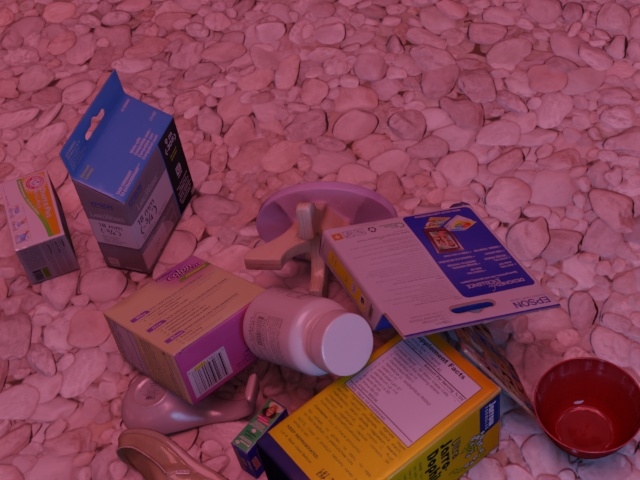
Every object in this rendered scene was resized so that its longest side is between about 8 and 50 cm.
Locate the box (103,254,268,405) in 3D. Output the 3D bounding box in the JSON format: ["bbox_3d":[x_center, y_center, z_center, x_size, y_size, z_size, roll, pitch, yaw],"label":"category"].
[{"bbox_3d":[-0.230,0.156,1.965,0.213,0.117,0.243,-35,36,-28],"label":"box"}]

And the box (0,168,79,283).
[{"bbox_3d":[-0.577,-0.032,2.228,0.103,0.114,0.203,-19,50,-8],"label":"box"}]

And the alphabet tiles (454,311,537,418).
[{"bbox_3d":[0.284,0.184,1.887,0.009,0.198,0.237,-41,25,14],"label":"alphabet tiles"}]

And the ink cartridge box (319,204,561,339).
[{"bbox_3d":[0.197,0.065,1.856,0.304,0.072,0.307,-9,41,-23],"label":"ink cartridge box"}]

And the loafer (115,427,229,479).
[{"bbox_3d":[-0.248,0.407,1.835,0.268,0.102,0.092,23,52,24],"label":"loafer"}]

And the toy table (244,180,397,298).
[{"bbox_3d":[0.000,0.000,2.055,0.274,0.252,0.161,-10,33,18],"label":"toy table"}]

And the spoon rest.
[{"bbox_3d":[-0.233,0.290,1.955,0.276,0.084,0.137,-5,48,21],"label":"spoon rest"}]

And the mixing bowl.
[{"bbox_3d":[0.447,0.298,1.828,0.181,0.098,0.181,-3,51,4],"label":"mixing bowl"}]

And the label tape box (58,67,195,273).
[{"bbox_3d":[-0.368,-0.130,2.136,0.106,0.333,0.240,11,54,16],"label":"label tape box"}]

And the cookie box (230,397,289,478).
[{"bbox_3d":[-0.098,0.341,1.873,0.040,0.092,0.107,27,59,29],"label":"cookie box"}]

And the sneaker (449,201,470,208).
[{"bbox_3d":[0.198,0.031,2.071,0.131,0.112,0.296,15,54,20],"label":"sneaker"}]

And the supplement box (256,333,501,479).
[{"bbox_3d":[0.103,0.333,1.786,0.356,0.195,0.194,-34,55,-18],"label":"supplement box"}]

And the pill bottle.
[{"bbox_3d":[-0.020,0.156,1.812,0.131,0.131,0.229,-42,26,-24],"label":"pill bottle"}]
